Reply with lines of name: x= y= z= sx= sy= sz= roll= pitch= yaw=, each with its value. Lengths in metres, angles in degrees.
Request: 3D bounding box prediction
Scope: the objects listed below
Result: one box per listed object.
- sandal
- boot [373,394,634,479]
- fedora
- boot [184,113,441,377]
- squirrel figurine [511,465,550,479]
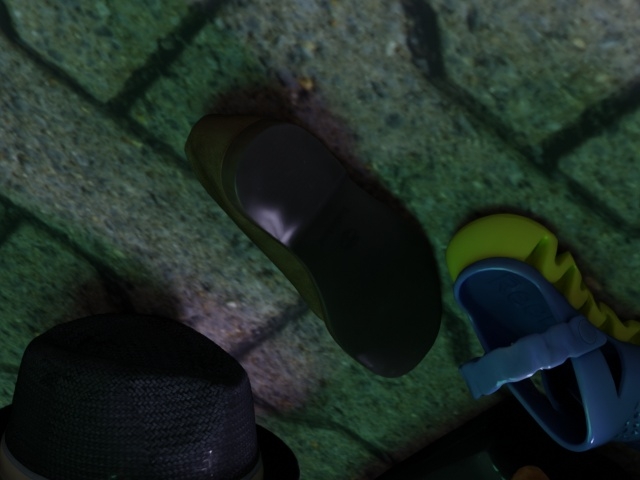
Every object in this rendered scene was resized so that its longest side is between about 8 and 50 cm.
sandal: x=0.219 y=0.119 z=1.021 sx=0.317 sy=0.138 sz=0.126 roll=33 pitch=138 yaw=-16
boot: x=0.192 y=0.357 z=1.322 sx=0.367 sy=0.146 sz=0.445 roll=33 pitch=136 yaw=-16
fedora: x=-0.182 y=0.167 z=1.213 sx=0.334 sy=0.334 sz=0.152 roll=10 pitch=109 yaw=15
boot: x=0.000 y=0.000 z=1.042 sx=0.115 sy=0.112 sz=0.305 roll=25 pitch=159 yaw=50
squirrel figurine: x=0.321 y=0.290 z=0.992 sx=0.370 sy=0.281 sz=0.397 roll=31 pitch=118 yaw=-16
